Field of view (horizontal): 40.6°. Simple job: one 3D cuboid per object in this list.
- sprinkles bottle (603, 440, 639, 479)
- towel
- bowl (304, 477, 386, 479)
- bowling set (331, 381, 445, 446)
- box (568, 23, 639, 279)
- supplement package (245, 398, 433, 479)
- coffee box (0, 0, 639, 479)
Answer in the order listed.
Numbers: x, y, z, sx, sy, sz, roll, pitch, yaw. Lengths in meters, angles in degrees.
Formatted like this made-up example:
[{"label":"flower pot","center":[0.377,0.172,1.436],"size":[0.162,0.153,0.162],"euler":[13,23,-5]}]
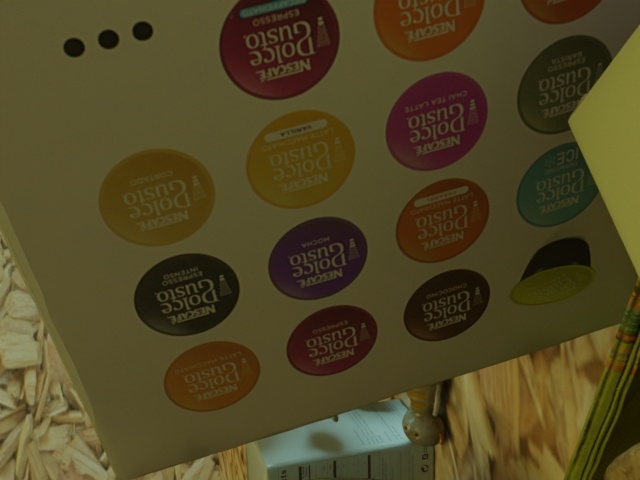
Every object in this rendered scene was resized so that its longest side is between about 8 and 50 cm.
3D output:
[{"label":"sprinkles bottle","center":[0.218,0.232,0.298],"size":[0.121,0.121,0.355],"euler":[109,152,-56]},{"label":"towel","center":[0.176,0.070,0.458],"size":[0.021,0.102,0.237],"euler":[34,135,33]},{"label":"bowl","center":[0.046,0.297,0.707],"size":[0.311,0.312,0.163],"euler":[115,166,-61]},{"label":"bowling set","center":[-0.012,0.112,0.907],"size":[0.287,0.200,0.154],"euler":[-142,46,-62]},{"label":"box","center":[0.208,-0.009,0.242],"size":[0.213,0.117,0.243],"euler":[114,148,-54]},{"label":"supplement package","center":[0.018,0.246,0.918],"size":[0.105,0.179,0.105],"euler":[-138,45,-69]},{"label":"coffee box","center":[-0.020,-0.127,0.531],"size":[0.338,0.338,0.334],"euler":[-116,13,-51]}]
